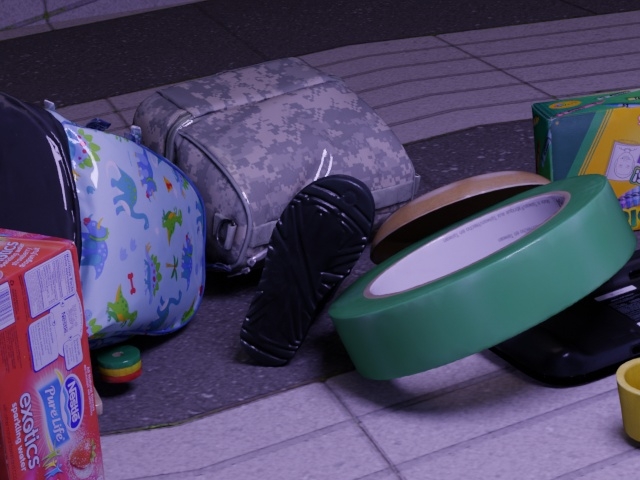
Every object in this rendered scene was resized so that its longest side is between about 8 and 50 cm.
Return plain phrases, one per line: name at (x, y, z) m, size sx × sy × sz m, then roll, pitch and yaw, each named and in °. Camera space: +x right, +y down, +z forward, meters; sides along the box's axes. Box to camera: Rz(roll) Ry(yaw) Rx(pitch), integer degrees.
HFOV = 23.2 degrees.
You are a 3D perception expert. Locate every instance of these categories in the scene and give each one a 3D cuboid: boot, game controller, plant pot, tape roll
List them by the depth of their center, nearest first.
tape roll at (0.166, 0.035, 1.618) m, size 0.321 × 0.077 × 0.321 m, roll -27°, pitch 8°, yaw 4°
game controller at (0.327, 0.076, 1.684) m, size 0.319 × 0.067 × 0.166 m, roll -17°, pitch 37°, yaw -26°
boot at (0.000, 0.000, 1.726) m, size 0.094 × 0.246 × 0.207 m, roll 27°, pitch 27°, yaw 1°
plant pot at (0.166, -0.029, 1.828) m, size 0.236 × 0.032 × 0.236 m, roll -17°, pitch -16°, yaw -5°

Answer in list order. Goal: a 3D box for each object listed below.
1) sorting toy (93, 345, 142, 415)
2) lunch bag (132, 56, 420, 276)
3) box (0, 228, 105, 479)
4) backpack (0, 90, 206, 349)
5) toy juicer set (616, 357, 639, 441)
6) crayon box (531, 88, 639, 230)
sorting toy at (-0.305, 0.176, 1.582) m, size 0.275 × 0.046 × 0.132 m, roll -11°, pitch 21°, yaw -17°
lunch bag at (-0.061, -0.080, 1.959) m, size 0.305 × 0.212 × 0.256 m, roll -17°, pitch 33°, yaw -35°
box at (-0.290, 0.129, 1.402) m, size 0.123 × 0.256 × 0.128 m, roll 9°, pitch 25°, yaw 30°
backpack at (-0.270, 0.003, 1.709) m, size 0.273 × 0.290 × 0.355 m, roll -4°, pitch -10°, yaw 1°
toy juicer set at (0.433, 0.097, 1.496) m, size 0.209 × 0.089 × 0.329 m, roll 12°, pitch 31°, yaw 29°
crayon box at (0.412, -0.105, 1.974) m, size 0.278 × 0.165 × 0.081 m, roll -9°, pitch 20°, yaw -8°
